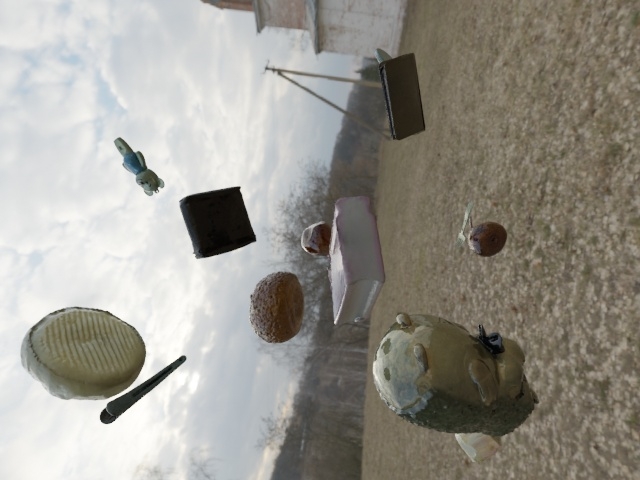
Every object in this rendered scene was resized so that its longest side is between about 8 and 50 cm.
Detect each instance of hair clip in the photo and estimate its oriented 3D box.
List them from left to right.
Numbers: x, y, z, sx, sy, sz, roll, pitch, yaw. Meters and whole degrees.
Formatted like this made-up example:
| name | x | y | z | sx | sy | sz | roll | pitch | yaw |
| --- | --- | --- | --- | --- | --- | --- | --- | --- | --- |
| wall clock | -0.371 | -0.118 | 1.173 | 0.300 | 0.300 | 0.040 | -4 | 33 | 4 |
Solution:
| name | x | y | z | sx | sy | sz | roll | pitch | yaw |
| --- | --- | --- | --- | --- | --- | --- | --- | --- | --- |
| hair clip | -0.416 | 0.345 | 0.996 | 0.070 | 0.039 | 0.229 | -48 | -7 | 35 |

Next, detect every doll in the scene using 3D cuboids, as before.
| name | x | y | z | sx | sy | sz | roll | pitch | yaw |
| --- | --- | --- | --- | --- | --- | --- | --- | --- | --- |
| doll | 0.279 | 0.274 | 0.844 | 0.247 | 0.349 | 0.247 | -50 | 21 | 27 |

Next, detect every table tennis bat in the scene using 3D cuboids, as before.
| name | x | y | z | sx | sy | sz | roll | pitch | yaw |
| --- | --- | --- | --- | --- | --- | --- | --- | --- | --- |
| table tennis bat | 0.238 | -0.552 | 1.319 | 0.038 | 0.149 | 0.237 | -43 | 5 | 32 |

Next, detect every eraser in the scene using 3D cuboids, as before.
| name | x | y | z | sx | sy | sz | roll | pitch | yaw |
| --- | --- | --- | --- | --- | --- | --- | --- | --- | --- |
| eraser | 0.097 | 0.078 | 1.259 | 0.359 | 0.122 | 0.272 | 93 | 171 | -60 |

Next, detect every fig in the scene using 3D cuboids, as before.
| name | x | y | z | sx | sy | sz | roll | pitch | yaw |
| --- | --- | --- | --- | --- | --- | --- | --- | --- | --- |
| fig | 0.626 | -0.021 | 1.643 | 0.201 | 0.146 | 0.134 | -134 | 38 | -64 |

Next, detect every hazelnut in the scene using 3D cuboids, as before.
| name | x | y | z | sx | sy | sz | roll | pitch | yaw |
| --- | --- | --- | --- | --- | --- | --- | --- | --- | --- |
| hazelnut | 0.000 | 0.000 | 1.591 | 0.154 | 0.143 | 0.143 | 175 | 104 | -68 |

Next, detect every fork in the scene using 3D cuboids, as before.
| name | x | y | z | sx | sy | sz | roll | pitch | yaw |
| --- | --- | --- | --- | --- | --- | --- | --- | --- | --- |
| fork | 0.541 | -0.059 | 1.556 | 0.034 | 0.028 | 0.219 | -121 | 25 | -45 |

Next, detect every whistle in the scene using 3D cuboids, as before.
| name | x | y | z | sx | sy | sz | roll | pitch | yaw |
| --- | --- | --- | --- | --- | --- | --- | --- | --- | --- |
| whistle | -0.673 | -0.270 | 1.522 | 0.236 | 0.114 | 0.077 | 56 | -148 | -17 |

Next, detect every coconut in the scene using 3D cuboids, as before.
| name | x | y | z | sx | sy | sz | roll | pitch | yaw |
| --- | --- | --- | --- | --- | --- | --- | --- | --- | --- |
| coconut | 0.482 | 0.592 | 1.245 | 0.122 | 0.116 | 0.116 | -40 | 1 | 5 |

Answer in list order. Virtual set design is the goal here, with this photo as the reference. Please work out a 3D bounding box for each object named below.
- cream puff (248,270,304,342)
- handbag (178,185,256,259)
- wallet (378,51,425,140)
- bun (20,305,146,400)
| name | x | y | z | sx | sy | sz | roll | pitch | yaw |
| --- | --- | --- | --- | --- | --- | --- | --- | --- | --- |
| cream puff | -0.189 | 0.276 | 1.712 | 0.303 | 0.212 | 0.303 | -4 | -90 | -78 |
| handbag | -0.346 | -0.068 | 1.433 | 0.247 | 0.080 | 0.223 | -19 | -90 | -43 |
| wallet | 0.212 | -0.363 | 1.059 | 0.031 | 0.110 | 0.198 | 26 | 137 | 56 |
| bun | -0.586 | 0.293 | 1.030 | 0.287 | 0.287 | 0.146 | -73 | 9 | -74 |
